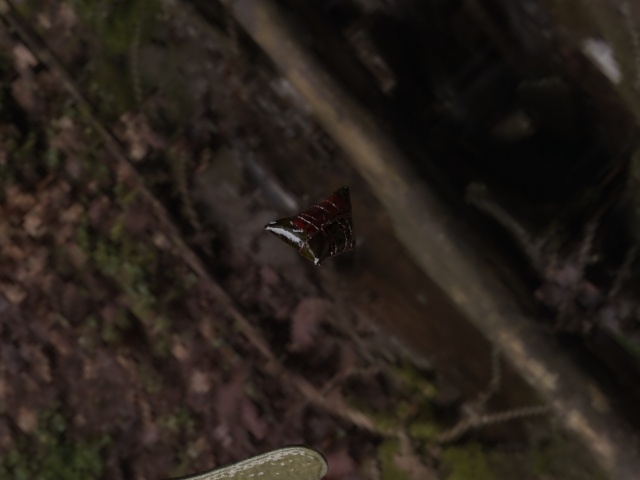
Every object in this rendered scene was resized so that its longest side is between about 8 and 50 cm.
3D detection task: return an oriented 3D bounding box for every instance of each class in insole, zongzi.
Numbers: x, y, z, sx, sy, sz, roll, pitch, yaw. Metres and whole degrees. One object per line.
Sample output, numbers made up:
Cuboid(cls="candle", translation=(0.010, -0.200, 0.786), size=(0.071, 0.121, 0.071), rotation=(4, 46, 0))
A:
Cuboid(cls="insole", translation=(-0.109, 0.231, 1.440), size=(0.081, 0.248, 0.011), rotation=(54, -156, -45))
Cuboid(cls="zongzi", translation=(0.000, 0.000, 1.441), size=(0.073, 0.083, 0.067), rotation=(-124, 26, -50))
